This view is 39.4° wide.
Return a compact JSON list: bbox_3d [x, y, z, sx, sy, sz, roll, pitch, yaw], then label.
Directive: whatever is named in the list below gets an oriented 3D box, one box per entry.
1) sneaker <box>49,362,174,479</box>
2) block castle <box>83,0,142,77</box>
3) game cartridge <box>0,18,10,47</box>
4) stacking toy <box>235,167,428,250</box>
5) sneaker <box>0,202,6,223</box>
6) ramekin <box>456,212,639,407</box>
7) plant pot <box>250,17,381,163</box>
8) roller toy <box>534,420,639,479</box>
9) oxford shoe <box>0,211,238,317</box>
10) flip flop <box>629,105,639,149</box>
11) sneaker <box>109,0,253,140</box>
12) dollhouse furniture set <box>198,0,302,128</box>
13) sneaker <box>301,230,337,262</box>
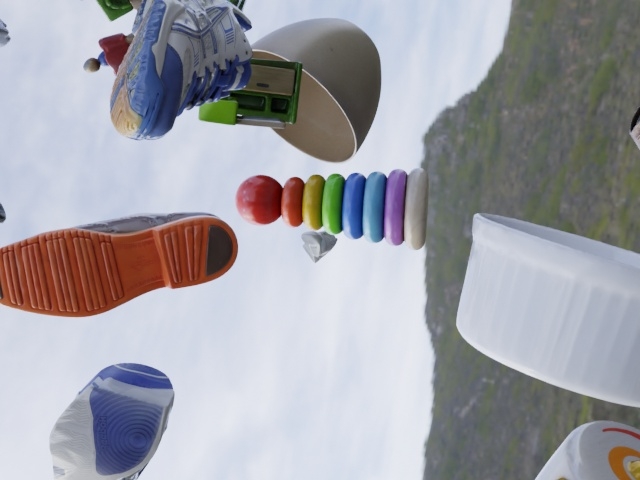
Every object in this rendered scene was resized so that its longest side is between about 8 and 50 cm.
[{"bbox_3d":[-0.277,0.256,1.179,0.182,0.128,0.315,-79,12,-58],"label":"sneaker"},{"bbox_3d":[-0.457,-0.529,1.644,0.303,0.213,0.453,61,179,19],"label":"block castle"},{"bbox_3d":[-0.666,-0.447,1.496,0.062,0.297,0.198,-43,3,11],"label":"game cartridge"},{"bbox_3d":[0.017,-0.060,1.535,0.141,0.330,0.141,3,-90,-82],"label":"stacking toy"},{"bbox_3d":[-0.729,-0.080,1.788,0.081,0.080,0.211,-44,-45,16],"label":"sneaker"},{"bbox_3d":[0.280,0.072,0.954,0.277,0.277,0.135,-4,-69,-70],"label":"ramekin"},{"bbox_3d":[0.006,-0.314,1.712,0.191,0.284,0.284,-51,-30,-21],"label":"plant pot"},{"bbox_3d":[0.374,0.332,1.138,0.191,0.209,0.146,-64,-2,-57],"label":"roller toy"},{"bbox_3d":[-0.311,0.027,1.327,0.133,0.364,0.129,-139,45,-68],"label":"oxford shoe"},{"bbox_3d":[0.577,-0.216,1.552,0.112,0.080,0.277,-62,-36,-54],"label":"flip flop"},{"bbox_3d":[-0.125,-0.187,0.902,0.112,0.131,0.296,-50,24,33],"label":"sneaker"},{"bbox_3d":[-0.090,-0.326,1.332,0.197,0.151,0.301,-113,29,-76],"label":"dollhouse furniture set"},{"bbox_3d":[0.000,0.000,1.702,0.061,0.053,0.152,-34,-6,-6],"label":"sneaker"}]
